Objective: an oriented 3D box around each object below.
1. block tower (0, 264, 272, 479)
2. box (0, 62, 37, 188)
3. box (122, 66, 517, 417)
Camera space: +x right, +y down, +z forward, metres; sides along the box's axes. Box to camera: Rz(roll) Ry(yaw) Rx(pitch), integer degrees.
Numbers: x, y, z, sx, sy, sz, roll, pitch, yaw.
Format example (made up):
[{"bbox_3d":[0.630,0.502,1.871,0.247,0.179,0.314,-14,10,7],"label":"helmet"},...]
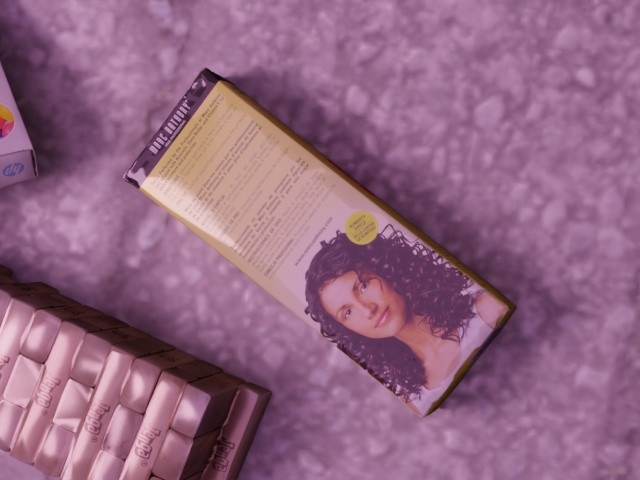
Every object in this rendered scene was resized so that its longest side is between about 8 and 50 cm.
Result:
[{"bbox_3d":[-0.204,0.066,1.129,0.335,0.097,0.091,24,95,10],"label":"block tower"},{"bbox_3d":[-0.282,-0.077,1.115,0.186,0.038,0.145,-19,64,-12],"label":"box"},{"bbox_3d":[0.000,0.000,1.105,0.232,0.058,0.087,37,97,10],"label":"box"}]
